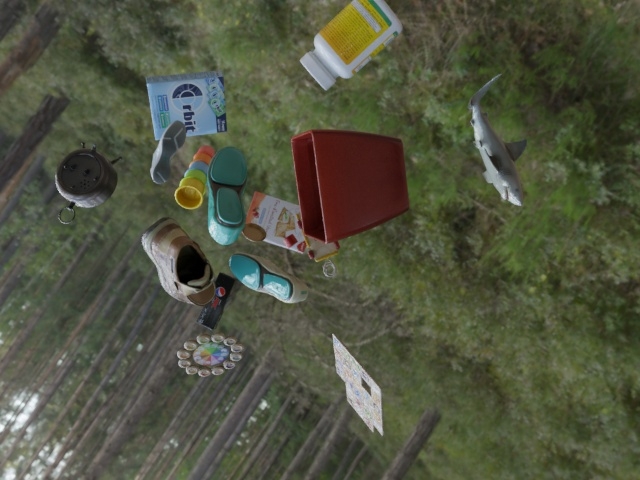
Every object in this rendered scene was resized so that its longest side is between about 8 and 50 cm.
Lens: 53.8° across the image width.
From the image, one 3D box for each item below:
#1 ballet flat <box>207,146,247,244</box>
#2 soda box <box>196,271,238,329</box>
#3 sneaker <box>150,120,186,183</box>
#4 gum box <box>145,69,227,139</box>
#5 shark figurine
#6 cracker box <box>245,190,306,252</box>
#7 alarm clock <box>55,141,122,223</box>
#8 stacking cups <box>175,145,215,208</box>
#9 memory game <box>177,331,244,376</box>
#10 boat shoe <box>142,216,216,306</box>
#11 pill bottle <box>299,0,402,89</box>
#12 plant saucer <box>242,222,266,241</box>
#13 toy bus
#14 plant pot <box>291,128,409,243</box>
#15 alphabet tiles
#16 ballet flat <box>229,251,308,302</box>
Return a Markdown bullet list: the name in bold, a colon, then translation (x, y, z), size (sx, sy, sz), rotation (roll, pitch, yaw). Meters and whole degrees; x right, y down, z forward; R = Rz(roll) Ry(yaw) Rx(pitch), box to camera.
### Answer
- **ballet flat**: translation (-0.193, -0.086, 1.260), size (0.083, 0.087, 0.247), rotation (13, -138, -19)
- **soda box**: translation (-0.313, 0.184, 1.919), size (0.060, 0.169, 0.053), rotation (24, 177, 3)
- **sneaker**: translation (-0.361, -0.210, 1.461), size (0.053, 0.152, 0.061), rotation (20, -170, -37)
- **gum box**: translation (-0.332, -0.339, 1.578), size (0.041, 0.184, 0.157), rotation (-114, 20, -47)
- **shark figurine**: translation (0.404, -0.226, 1.412), size (0.166, 0.116, 0.278), rotation (-92, -21, -79)
- **cracker box**: translation (-0.145, -0.063, 2.230), size (0.232, 0.156, 0.067), rotation (18, 174, -4)
- **alarm clock**: translation (-0.542, -0.127, 1.432), size (0.129, 0.192, 0.064), rotation (20, 171, 9)
- **stacking cups**: translation (-0.434, -0.237, 2.207), size (0.096, 0.096, 0.316), rotation (35, -150, -24)
- **memory game**: translation (-0.304, 0.318, 1.747), size (0.186, 0.186, 0.012), rotation (35, -157, -39)
- **boat shoe**: translation (-0.320, 0.078, 1.522), size (0.120, 0.122, 0.324), rotation (32, 160, 28)
- **pill bottle**: translation (0.061, -0.422, 1.342), size (0.117, 0.208, 0.117), rotation (46, -168, -13)
- **plant saucer**: translation (-0.217, -0.022, 2.046), size (0.083, 0.015, 0.083), rotation (16, -140, -14)
- **toy bus**: translation (0.001, -0.013, 1.967), size (0.191, 0.202, 0.104), rotation (25, -179, 7)
- **plant pot**: translation (0.078, -0.152, 1.596), size (0.235, 0.267, 0.267), rotation (-10, -172, -13)
- **alphabet tiles**: translation (0.093, 0.364, 1.544), size (0.198, 0.009, 0.237), rotation (45, 152, 41)
- **ballet flat**: translation (-0.124, 0.090, 1.550), size (0.248, 0.086, 0.086), rotation (26, 174, 40)
